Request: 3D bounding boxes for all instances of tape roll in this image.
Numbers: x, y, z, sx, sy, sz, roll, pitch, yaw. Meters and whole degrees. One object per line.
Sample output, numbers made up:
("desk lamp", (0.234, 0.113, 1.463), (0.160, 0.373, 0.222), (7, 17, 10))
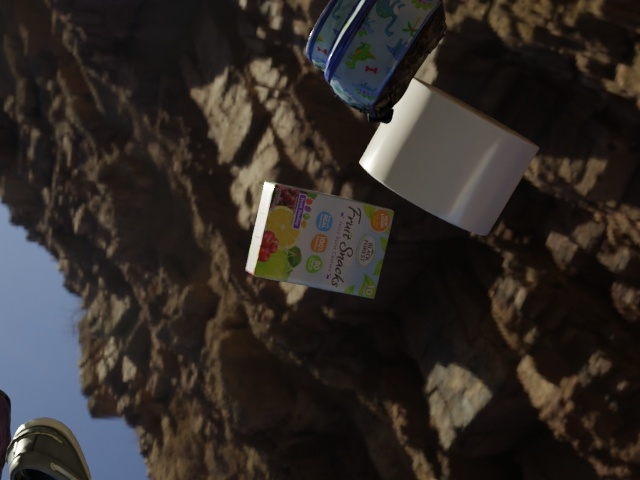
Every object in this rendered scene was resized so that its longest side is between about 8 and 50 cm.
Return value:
("tape roll", (0.212, -0.141, 1.566), (0.246, 0.169, 0.246), (28, -167, -7))

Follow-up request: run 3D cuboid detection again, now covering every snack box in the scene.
("snack box", (0.000, 0.000, 1.022), (0.141, 0.100, 0.037), (12, -176, -21))

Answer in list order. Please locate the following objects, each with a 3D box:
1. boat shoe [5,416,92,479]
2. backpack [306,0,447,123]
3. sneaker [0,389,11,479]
("boat shoe", (-0.314, 0.385, 1.238), (0.116, 0.319, 0.099), (-22, -161, 2))
("backpack", (0.040, -0.149, 0.707), (0.084, 0.105, 0.114), (32, -175, 2))
("sneaker", (-0.538, 0.367, 1.524), (0.107, 0.283, 0.124), (19, -154, -1))
